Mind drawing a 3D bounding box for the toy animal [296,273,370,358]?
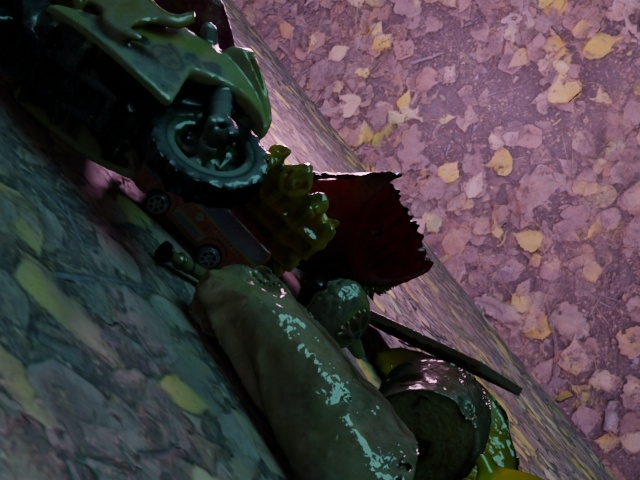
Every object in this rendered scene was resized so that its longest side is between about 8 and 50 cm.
[{"bbox_3d":[0.019,0.100,1.430,0.098,0.098,0.137,57,-8,39],"label":"toy animal"}]

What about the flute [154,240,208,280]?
[{"bbox_3d":[-0.107,0.055,1.210,0.233,0.027,0.027,38,15,-52],"label":"flute"}]

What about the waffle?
[{"bbox_3d":[-0.085,-0.063,1.294,0.229,0.057,0.219,47,-31,-8],"label":"waffle"}]

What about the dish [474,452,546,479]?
[{"bbox_3d":[0.255,0.355,1.160,0.221,0.108,0.262,-83,153,-61],"label":"dish"}]

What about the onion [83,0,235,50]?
[{"bbox_3d":[-0.231,-0.239,1.292,0.250,0.111,0.247,23,-40,18],"label":"onion"}]

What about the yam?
[{"bbox_3d":[0.129,0.219,1.290,0.154,0.154,0.254,50,7,7],"label":"yam"}]

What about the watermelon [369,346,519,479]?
[{"bbox_3d":[0.194,0.278,1.578,0.129,0.123,0.301,-11,55,-41],"label":"watermelon"}]

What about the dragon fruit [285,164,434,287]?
[{"bbox_3d":[0.000,0.000,1.470,0.282,0.100,0.343,7,-19,21],"label":"dragon fruit"}]

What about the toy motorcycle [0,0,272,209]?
[{"bbox_3d":[-0.213,-0.188,1.129,0.410,0.168,0.237,35,30,2],"label":"toy motorcycle"}]

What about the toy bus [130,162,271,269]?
[{"bbox_3d":[-0.140,-0.034,1.248,0.192,0.077,0.065,48,7,-17],"label":"toy bus"}]

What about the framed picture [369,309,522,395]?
[{"bbox_3d":[0.161,0.161,1.668,0.281,0.019,0.209,23,-6,31],"label":"framed picture"}]

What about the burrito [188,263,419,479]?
[{"bbox_3d":[-0.004,0.155,1.076,0.175,0.107,0.347,12,35,-53],"label":"burrito"}]

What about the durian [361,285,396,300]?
[{"bbox_3d":[0.032,0.039,1.707,0.137,0.095,0.221,8,-21,44],"label":"durian"}]
